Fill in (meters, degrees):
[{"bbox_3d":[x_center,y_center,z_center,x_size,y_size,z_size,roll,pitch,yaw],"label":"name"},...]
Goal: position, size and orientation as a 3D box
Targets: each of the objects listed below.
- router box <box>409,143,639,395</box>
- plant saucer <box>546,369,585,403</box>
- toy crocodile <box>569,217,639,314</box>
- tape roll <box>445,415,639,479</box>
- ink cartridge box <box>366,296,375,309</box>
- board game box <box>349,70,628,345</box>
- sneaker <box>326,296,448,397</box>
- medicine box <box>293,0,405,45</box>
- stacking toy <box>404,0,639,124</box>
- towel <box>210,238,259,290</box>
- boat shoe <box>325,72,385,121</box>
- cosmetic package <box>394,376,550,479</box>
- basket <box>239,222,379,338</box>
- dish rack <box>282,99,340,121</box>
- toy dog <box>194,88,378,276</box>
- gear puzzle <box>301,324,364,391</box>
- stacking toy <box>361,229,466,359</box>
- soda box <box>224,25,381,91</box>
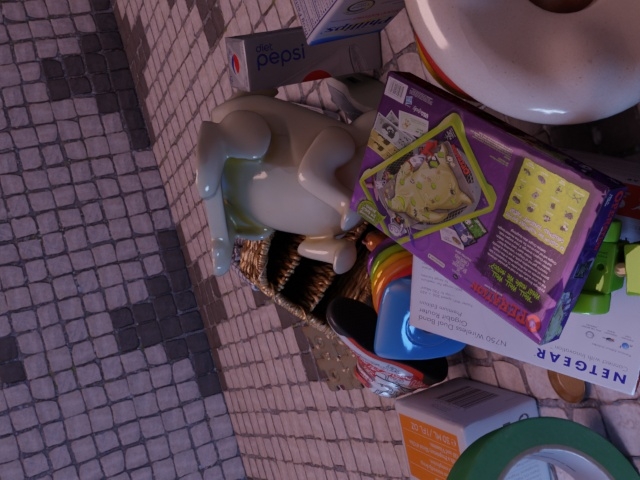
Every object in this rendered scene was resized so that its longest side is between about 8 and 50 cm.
[{"bbox_3d":[0.295,0.022,1.116,0.336,0.082,0.301,15,122,27],"label":"router box"},{"bbox_3d":[0.390,0.214,1.285,0.083,0.015,0.083,41,138,52],"label":"plant saucer"},{"bbox_3d":[0.378,0.030,0.949,0.341,0.105,0.115,6,97,35],"label":"toy crocodile"},{"bbox_3d":[0.327,0.416,1.160,0.321,0.322,0.077,68,155,16],"label":"tape roll"},{"bbox_3d":[0.123,0.143,1.726,0.208,0.087,0.153,53,147,39],"label":"ink cartridge box"},{"bbox_3d":[0.185,-0.052,1.012,0.347,0.056,0.208,39,120,38],"label":"board game box"},{"bbox_3d":[0.087,0.205,1.483,0.145,0.270,0.090,-35,34,45],"label":"sneaker"},{"bbox_3d":[0.047,-0.487,1.261,0.289,0.149,0.263,-29,78,68],"label":"medicine box"},{"bbox_3d":[0.241,-0.297,1.086,0.480,0.351,0.350,168,88,-85],"label":"stacking toy"},{"bbox_3d":[-0.089,-0.022,1.849,0.235,0.284,0.121,37,141,54],"label":"towel"},{"bbox_3d":[0.079,-0.275,1.619,0.227,0.079,0.081,-131,26,-53],"label":"boat shoe"},{"bbox_3d":[0.294,0.498,1.472,0.230,0.162,0.452,0,104,65],"label":"cosmetic package"},{"bbox_3d":[0.000,0.000,1.620,0.299,0.213,0.223,-56,33,-1],"label":"basket"},{"bbox_3d":[-0.117,-0.204,1.860,0.072,0.285,0.333,37,174,-32],"label":"dish rack"},{"bbox_3d":[0.006,-0.120,1.461,0.395,0.408,0.284,-91,0,-50],"label":"toy dog"},{"bbox_3d":[0.103,0.214,1.650,0.339,0.044,0.175,-17,100,49],"label":"gear puzzle"},{"bbox_3d":[0.145,0.059,1.442,0.301,0.175,0.165,-117,30,-56],"label":"stacking toy"},{"bbox_3d":[-0.029,-0.352,1.538,0.091,0.287,0.098,28,128,57],"label":"soda box"}]
